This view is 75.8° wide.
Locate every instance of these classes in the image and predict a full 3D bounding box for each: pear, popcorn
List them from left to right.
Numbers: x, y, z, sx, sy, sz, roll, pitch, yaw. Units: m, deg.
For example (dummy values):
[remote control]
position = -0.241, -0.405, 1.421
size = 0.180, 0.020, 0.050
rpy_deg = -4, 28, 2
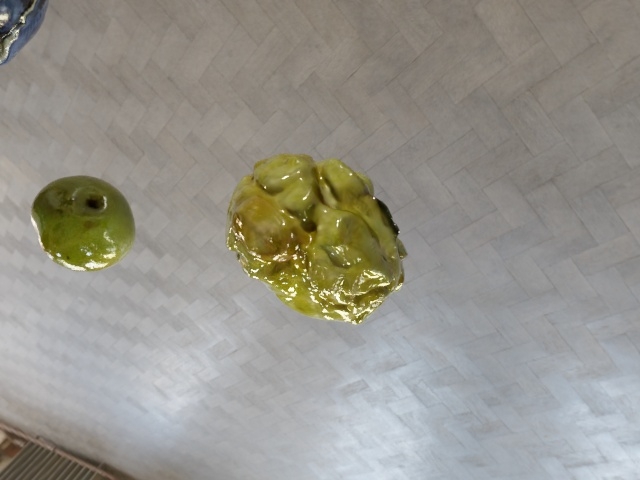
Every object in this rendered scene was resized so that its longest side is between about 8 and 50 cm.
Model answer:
[pear]
position = -0.446, -0.017, 0.767
size = 0.216, 0.166, 0.180
rpy_deg = -39, 87, 35
[popcorn]
position = 0.000, 0.000, 0.576
size = 0.215, 0.252, 0.286
rpy_deg = -33, 131, 6

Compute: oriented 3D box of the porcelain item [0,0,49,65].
[porcelain item]
position = -0.499, -0.342, 0.494
size = 0.287, 0.138, 0.186
rpy_deg = 36, 100, -23
